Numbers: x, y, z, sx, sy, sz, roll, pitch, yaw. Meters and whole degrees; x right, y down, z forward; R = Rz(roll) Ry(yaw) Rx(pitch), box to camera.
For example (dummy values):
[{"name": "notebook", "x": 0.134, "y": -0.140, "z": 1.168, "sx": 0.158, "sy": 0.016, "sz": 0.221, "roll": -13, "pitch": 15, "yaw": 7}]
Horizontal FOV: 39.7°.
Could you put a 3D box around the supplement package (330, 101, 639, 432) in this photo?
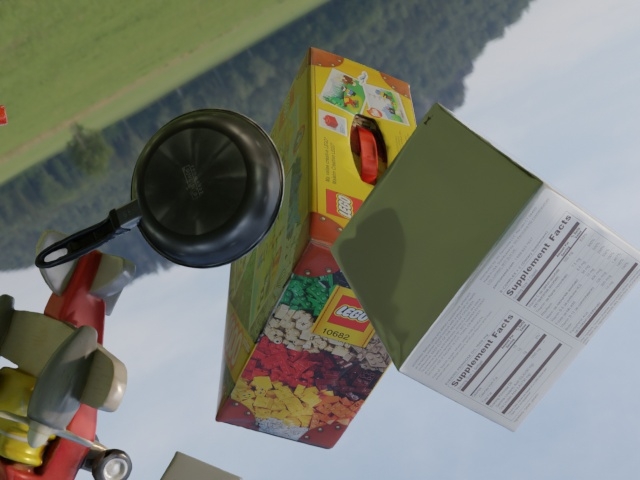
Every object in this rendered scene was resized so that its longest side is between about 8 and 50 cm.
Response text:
[{"name": "supplement package", "x": 0.148, "y": 0.014, "z": 0.871, "sx": 0.204, "sy": 0.145, "sz": 0.262, "roll": -54, "pitch": -157, "yaw": 12}]

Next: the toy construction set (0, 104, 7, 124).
[{"name": "toy construction set", "x": -0.579, "y": -0.118, "z": 1.200, "sx": 0.327, "sy": 0.151, "sz": 0.215, "roll": -25, "pitch": 169, "yaw": -21}]

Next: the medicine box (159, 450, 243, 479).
[{"name": "medicine box", "x": -0.279, "y": 0.601, "z": 1.663, "sx": 0.149, "sy": 0.289, "sz": 0.263, "roll": 20, "pitch": -146, "yaw": 6}]

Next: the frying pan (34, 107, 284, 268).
[{"name": "frying pan", "x": -0.203, "y": -0.065, "z": 1.070, "sx": 0.326, "sy": 0.197, "sz": 0.053, "roll": 0, "pitch": 172, "yaw": 13}]

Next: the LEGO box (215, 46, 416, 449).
[{"name": "LEGO box", "x": 0.000, "y": 0.000, "z": 1.370, "sx": 0.500, "sy": 0.193, "sz": 0.373, "roll": -92, "pitch": -156, "yaw": -51}]

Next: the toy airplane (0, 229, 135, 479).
[{"name": "toy airplane", "x": -0.411, "y": 0.172, "z": 1.281, "sx": 0.272, "sy": 0.385, "sz": 0.386, "roll": 4, "pitch": 138, "yaw": -37}]
